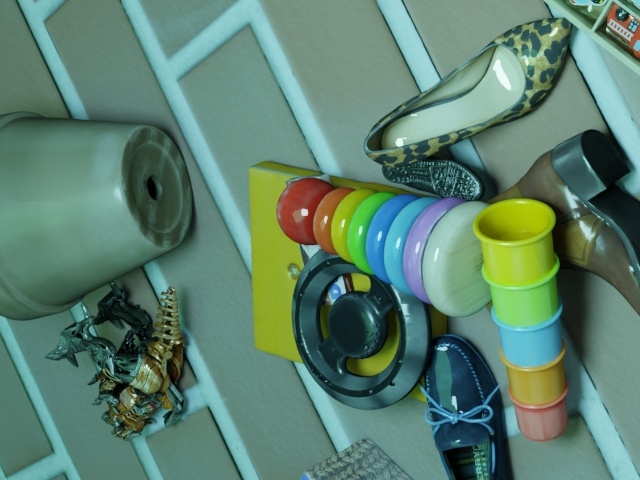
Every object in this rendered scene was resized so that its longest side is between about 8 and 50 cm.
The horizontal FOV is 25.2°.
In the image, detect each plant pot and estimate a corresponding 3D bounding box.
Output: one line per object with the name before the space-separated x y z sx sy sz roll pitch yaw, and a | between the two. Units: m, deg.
plant pot | -0.357 -0.056 2.159 0.280 0.323 0.323 -11 98 26

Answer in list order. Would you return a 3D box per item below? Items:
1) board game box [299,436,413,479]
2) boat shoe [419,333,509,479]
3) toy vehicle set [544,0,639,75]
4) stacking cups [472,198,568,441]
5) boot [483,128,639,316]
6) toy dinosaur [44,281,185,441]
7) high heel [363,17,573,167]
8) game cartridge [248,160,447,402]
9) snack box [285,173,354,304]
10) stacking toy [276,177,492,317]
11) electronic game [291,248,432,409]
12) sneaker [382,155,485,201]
board game box | 0.052 0.475 2.050 0.232 0.141 0.291 42 129 24
boat shoe | 0.197 0.249 1.864 0.109 0.089 0.258 -19 98 22
toy vehicle set | 0.373 -0.268 1.568 0.267 0.035 0.166 43 129 23
stacking cups | 0.241 0.107 1.704 0.096 0.096 0.316 19 132 37
boot | 0.286 0.038 1.720 0.264 0.096 0.280 55 137 3
toy dinosaur | -0.290 0.183 2.292 0.218 0.164 0.322 38 110 9
high heel | 0.171 -0.170 1.682 0.261 0.186 0.093 -41 74 43
game cartridge | 0.036 0.052 1.986 0.324 0.053 0.285 14 114 36
snack box | 0.000 0.000 1.948 0.064 0.022 0.178 -6 101 39
stacking toy | 0.074 -0.013 1.792 0.330 0.141 0.141 20 117 44
electronic game | 0.051 0.111 1.898 0.229 0.048 0.229 8 103 38
sneaker | 0.146 -0.083 1.814 0.170 0.089 0.051 17 99 30
